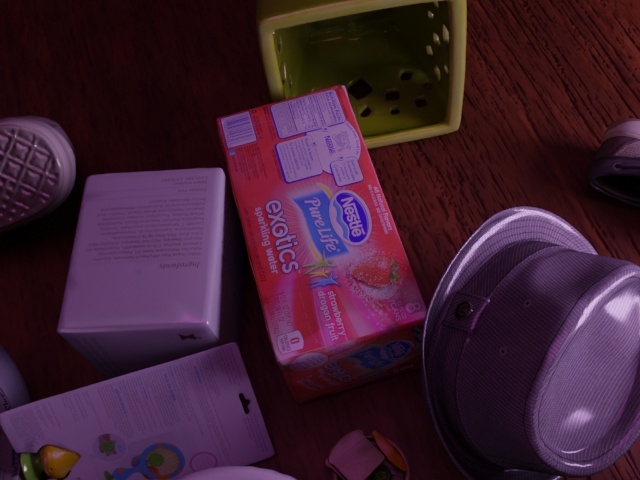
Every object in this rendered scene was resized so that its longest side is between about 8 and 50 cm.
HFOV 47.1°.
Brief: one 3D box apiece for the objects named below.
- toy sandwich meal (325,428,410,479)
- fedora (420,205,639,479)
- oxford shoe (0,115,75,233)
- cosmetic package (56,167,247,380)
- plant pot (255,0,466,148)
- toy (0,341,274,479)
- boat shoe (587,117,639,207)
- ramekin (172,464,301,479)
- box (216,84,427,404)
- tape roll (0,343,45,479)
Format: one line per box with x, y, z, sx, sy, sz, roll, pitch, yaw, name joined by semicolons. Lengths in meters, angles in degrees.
0.048;0.226;0.727;0.085;0.029;0.086;-3;61;5;toy sandwich meal
0.220;0.100;0.660;0.244;0.124;0.275;45;71;-18;fedora
-0.496;-0.050;0.901;0.449;0.169;0.130;-14;16;7;oxford shoe
-0.167;0.041;0.786;0.151;0.151;0.184;-2;59;6;cosmetic package
0.044;-0.260;0.894;0.228;0.227;0.207;-8;54;3;plant pot
-0.180;0.186;0.742;0.237;0.137;0.056;-18;21;-5;toy
0.430;-0.041;0.794;0.285;0.103;0.092;29;73;24;boat shoe
-0.071;0.328;0.624;0.277;0.135;0.277;-3;60;6;ramekin
0.000;0.000;0.794;0.154;0.142;0.300;-17;61;-2;box
-0.338;0.191;0.684;0.072;0.219;0.219;-17;60;-3;tape roll
